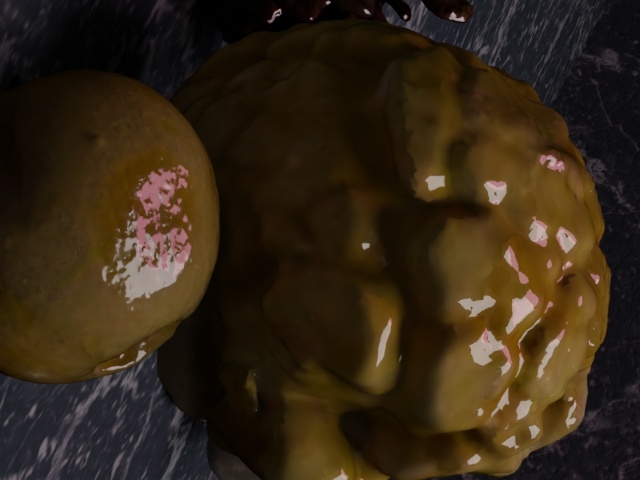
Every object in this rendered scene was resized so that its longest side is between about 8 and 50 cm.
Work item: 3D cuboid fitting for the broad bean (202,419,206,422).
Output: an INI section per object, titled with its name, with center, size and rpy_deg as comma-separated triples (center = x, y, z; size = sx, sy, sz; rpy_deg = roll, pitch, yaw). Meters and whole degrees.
[broad bean]
center = -0.116, 0.089, 1.828
size = 0.075, 0.067, 0.325
rpy_deg = -55, 169, -54

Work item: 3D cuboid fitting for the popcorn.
[popcorn]
center = 0.048, 0.006, 1.268
size = 0.344, 0.390, 0.354
rpy_deg = 9, 144, -36

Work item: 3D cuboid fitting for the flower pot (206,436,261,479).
[flower pot]
center = -0.018, 0.109, 2.036
size = 0.254, 0.164, 0.368
rpy_deg = -58, 166, -79

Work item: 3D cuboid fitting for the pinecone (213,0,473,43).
[pinecone]
center = 0.029, -0.230, 1.447
size = 0.292, 0.246, 0.246
rpy_deg = -61, 172, 33

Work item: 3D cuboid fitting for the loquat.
[loquat]
center = -0.168, -0.012, 1.097
size = 0.213, 0.213, 0.213
rpy_deg = -60, 166, -25
